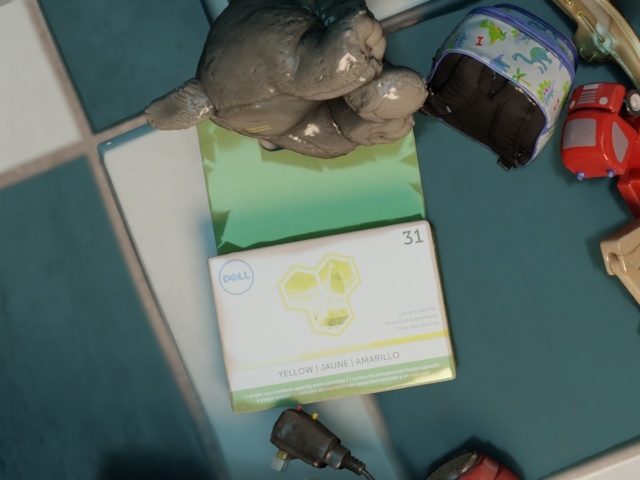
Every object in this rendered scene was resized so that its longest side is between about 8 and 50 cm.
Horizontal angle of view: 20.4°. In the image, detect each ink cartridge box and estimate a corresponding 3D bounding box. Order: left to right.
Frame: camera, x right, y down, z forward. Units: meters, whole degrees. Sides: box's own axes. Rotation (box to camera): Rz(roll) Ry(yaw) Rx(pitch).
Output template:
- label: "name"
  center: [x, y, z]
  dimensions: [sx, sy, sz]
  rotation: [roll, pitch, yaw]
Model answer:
- label: "ink cartridge box"
  center: [0.000, 0.000, 1.328]
  dimensions: [0.171, 0.056, 0.235]
  rotation: [-10, 91, 5]

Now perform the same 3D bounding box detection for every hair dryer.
- label: "hair dryer"
  center: [0.076, 0.255, 1.325]
  dimensions: [0.293, 0.080, 0.224]
  rotation: [19, 109, 9]

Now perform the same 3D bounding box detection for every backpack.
- label: "backpack"
  center: [0.134, -0.121, 1.286]
  dimensions: [0.105, 0.114, 0.084]
  rotation: [33, 72, 5]

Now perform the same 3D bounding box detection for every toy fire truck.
- label: "toy fire truck"
  center: [0.235, -0.013, 1.273]
  dimensions: [0.192, 0.047, 0.135]
  rotation: [33, 66, -34]

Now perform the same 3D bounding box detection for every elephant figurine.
- label: "elephant figurine"
  center: [-0.004, -0.192, 1.292]
  dimensions: [0.169, 0.186, 0.239]
  rotation: [-21, 62, 43]

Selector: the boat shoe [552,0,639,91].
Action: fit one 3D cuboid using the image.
- label: "boat shoe"
  center: [0.204, -0.155, 1.317]
  dimensions: [0.045, 0.050, 0.135]
  rotation: [-34, 77, 7]
